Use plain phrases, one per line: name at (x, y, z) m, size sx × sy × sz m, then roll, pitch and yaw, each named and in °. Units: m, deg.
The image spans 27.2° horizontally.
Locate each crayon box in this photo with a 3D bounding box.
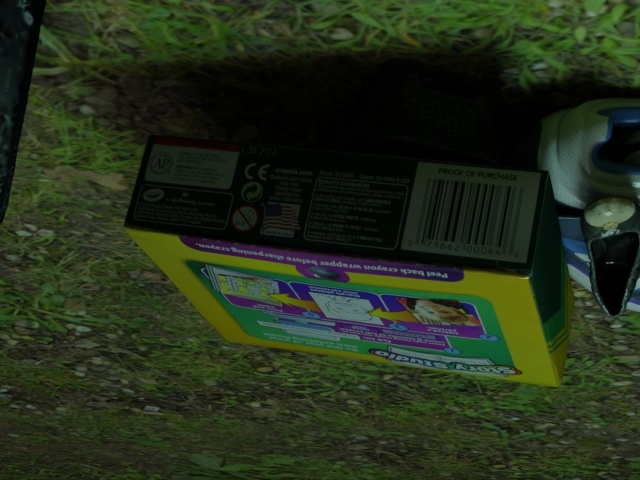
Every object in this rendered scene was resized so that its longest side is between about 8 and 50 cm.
crayon box at (0.043, 0.026, 1.247) m, size 0.362 × 0.106 × 0.313 m, roll 7°, pitch 160°, yaw 17°

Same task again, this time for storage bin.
storage bin at (0.083, -0.083, 1.242) m, size 0.122 × 0.084 × 0.180 m, roll 12°, pitch 155°, yaw -16°

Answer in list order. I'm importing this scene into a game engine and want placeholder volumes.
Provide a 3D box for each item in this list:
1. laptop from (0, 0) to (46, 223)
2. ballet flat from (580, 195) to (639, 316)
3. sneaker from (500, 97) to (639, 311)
laptop at (-0.391, -0.142, 1.101) m, size 0.264 × 0.136 × 0.234 m, roll -2°, pitch 120°, yaw -36°
ballet flat at (0.264, 0.012, 1.175) m, size 0.057 × 0.049 × 0.173 m, roll -6°, pitch 150°, yaw 14°
sneaker at (0.327, -0.032, 1.250) m, size 0.322 × 0.130 × 0.236 m, roll 19°, pitch 157°, yaw -18°
